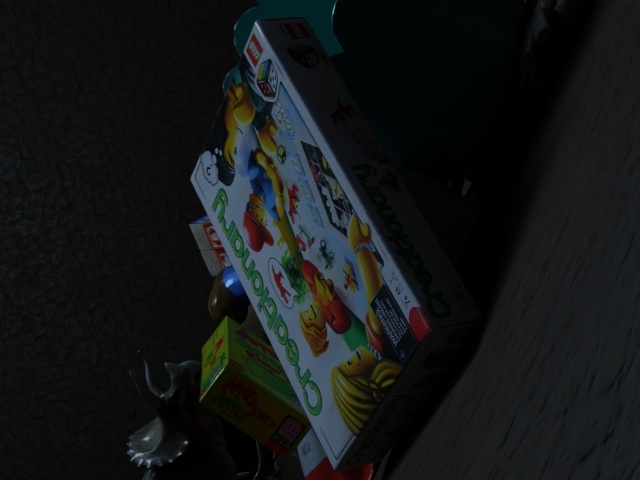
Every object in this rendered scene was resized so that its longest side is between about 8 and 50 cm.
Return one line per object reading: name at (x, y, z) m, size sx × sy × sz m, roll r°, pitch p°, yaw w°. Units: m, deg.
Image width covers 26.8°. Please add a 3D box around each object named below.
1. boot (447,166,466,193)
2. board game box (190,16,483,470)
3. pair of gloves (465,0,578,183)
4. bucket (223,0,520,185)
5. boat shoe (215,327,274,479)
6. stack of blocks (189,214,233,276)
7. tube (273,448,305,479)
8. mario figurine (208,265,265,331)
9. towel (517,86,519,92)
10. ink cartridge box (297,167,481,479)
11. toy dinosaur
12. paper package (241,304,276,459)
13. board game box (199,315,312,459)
boot at (0.108, -0.097, 1.352) m, size 0.059 × 0.084 × 0.158 m, roll -65°, pitch -14°, yaw -49°
board game box at (0.000, 0.000, 1.052) m, size 0.305 × 0.053 × 0.193 m, roll 61°, pitch 144°, yaw 29°
pair of gloves at (0.196, -0.190, 1.255) m, size 0.240 × 0.042 × 0.204 m, roll 108°, pitch 177°, yaw -53°
bucket at (0.043, -0.178, 1.247) m, size 0.281 × 0.183 × 0.281 m, roll -47°, pitch 35°, yaw 49°
boat shoe at (-0.105, 0.258, 1.531) m, size 0.104 × 0.110 × 0.307 m, roll -54°, pitch -35°, yaw -70°
stack of blocks at (-0.017, -0.050, 1.928) m, size 0.297 × 0.087 × 0.171 m, roll -29°, pitch 12°, yaw -29°
tube at (-0.008, 0.196, 1.573) m, size 0.052 × 0.080 × 0.207 m, roll -39°, pitch 19°, yaw 34°
mario figurine at (0.010, 0.043, 1.561) m, size 0.320 × 0.170 × 0.198 m, roll -33°, pitch 0°, yaw 41°
towel at (0.200, -0.159, 1.410) m, size 0.060 × 0.009 × 0.083 m, roll -63°, pitch 1°, yaw 22°
ink cartridge box at (0.007, 0.157, 1.246) m, size 0.385 × 0.091 × 0.308 m, roll -63°, pitch 1°, yaw -20°
toy dinosaur at (-0.126, 0.275, 1.281) m, size 0.121 × 0.160 × 0.314 m, roll 124°, pitch 155°, yaw -78°
paper package at (-0.060, 0.172, 1.985) m, size 0.310 × 0.168 × 0.325 m, roll -64°, pitch 0°, yaw 17°
board game box at (-0.060, 0.129, 1.216) m, size 0.043 × 0.092 × 0.181 m, roll -54°, pitch 9°, yaw 6°
